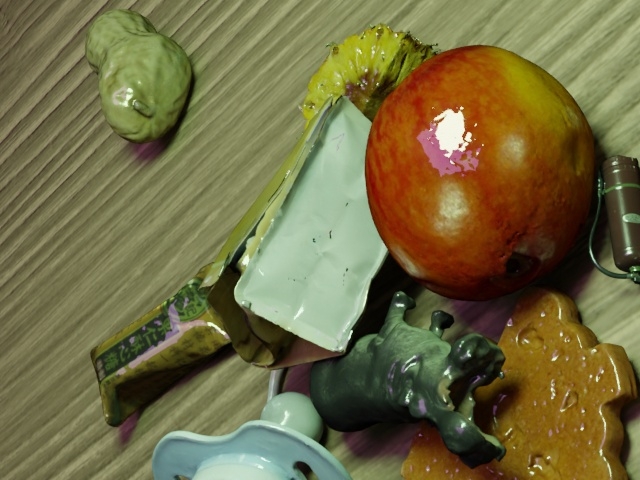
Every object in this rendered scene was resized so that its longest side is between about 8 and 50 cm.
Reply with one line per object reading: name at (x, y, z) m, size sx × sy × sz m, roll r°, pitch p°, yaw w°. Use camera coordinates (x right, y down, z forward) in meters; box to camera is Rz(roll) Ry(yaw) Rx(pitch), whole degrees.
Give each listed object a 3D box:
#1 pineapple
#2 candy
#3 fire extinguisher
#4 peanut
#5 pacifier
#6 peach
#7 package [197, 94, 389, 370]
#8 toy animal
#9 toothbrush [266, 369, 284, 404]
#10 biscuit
pineapple at (0.049, -0.221, 1.707) m, size 0.233 × 0.079 × 0.135 m, roll -47°, pitch 42°, yaw 18°
candy at (-0.223, 0.145, 1.795) m, size 0.271 × 0.101 × 0.143 m, roll -36°, pitch 55°, yaw 21°
fire extinguisher at (0.326, -0.015, 1.345) m, size 0.078 × 0.045 × 0.157 m, roll -6°, pitch 63°, yaw 6°
peanut at (-0.296, -0.281, 2.046) m, size 0.159 × 0.143 × 0.291 m, roll -21°, pitch 43°, yaw -3°
pacifier at (-0.055, 0.283, 1.521) m, size 0.287 × 0.238 × 0.226 m, roll -16°, pitch 29°, yaw 38°
peach at (0.182, -0.073, 1.388) m, size 0.280 × 0.238 × 0.281 m, roll -2°, pitch 68°, yaw 4°
package at (-0.023, -0.019, 1.534) m, size 0.221 × 0.165 × 0.311 m, roll -19°, pitch 40°, yaw 59°
toy animal at (0.100, 0.148, 1.397) m, size 0.343 × 0.106 × 0.168 m, roll -1°, pitch 65°, yaw 62°
toothbrush at (-0.055, 0.160, 1.668) m, size 0.029 × 0.025 × 0.307 m, roll 0°, pitch 71°, yaw 54°
biscuit at (0.211, 0.202, 1.364) m, size 0.306 × 0.043 × 0.284 m, roll -33°, pitch 51°, yaw 33°
